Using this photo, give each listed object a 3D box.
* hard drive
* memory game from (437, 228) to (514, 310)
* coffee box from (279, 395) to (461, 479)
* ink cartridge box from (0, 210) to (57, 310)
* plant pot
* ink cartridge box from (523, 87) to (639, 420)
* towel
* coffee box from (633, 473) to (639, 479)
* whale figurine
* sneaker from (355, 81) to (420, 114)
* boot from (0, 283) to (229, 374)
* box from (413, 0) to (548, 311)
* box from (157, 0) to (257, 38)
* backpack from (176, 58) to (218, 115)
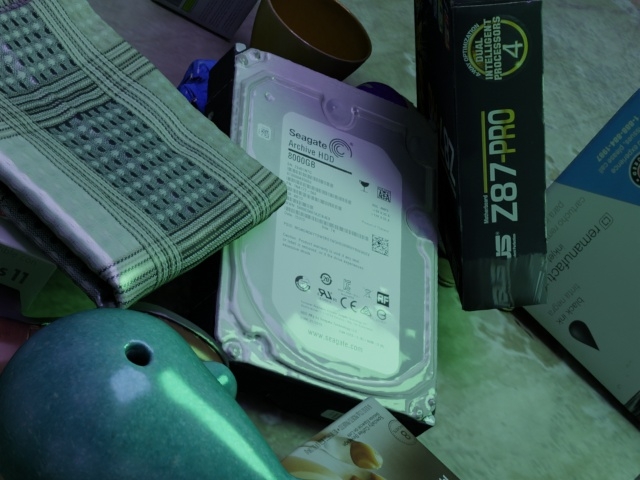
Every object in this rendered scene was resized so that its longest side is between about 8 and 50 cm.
[{"bbox_3d":[0.000,0.000,1.762,0.237,0.064,0.339,21,53,-25],"label":"hard drive"},{"bbox_3d":[0.157,0.007,2.070,0.186,0.012,0.186,27,32,-19],"label":"memory game"},{"bbox_3d":[0.009,0.238,1.517,0.141,0.098,0.246,44,31,12],"label":"coffee box"},{"bbox_3d":[-0.304,-0.079,1.603,0.207,0.119,0.353,25,32,-21],"label":"ink cartridge box"},{"bbox_3d":[-0.025,-0.207,2.088,0.134,0.095,0.134,27,32,-19],"label":"plant pot"},{"bbox_3d":[0.416,0.049,1.999,0.395,0.285,0.166,45,31,8],"label":"ink cartridge box"},{"bbox_3d":[-0.200,-0.104,1.573,0.324,0.056,0.312,42,30,7],"label":"towel"},{"bbox_3d":[0.335,0.329,1.712,0.168,0.119,0.297,36,31,-2],"label":"coffee box"},{"bbox_3d":[-0.100,0.146,1.337,0.272,0.141,0.216,26,40,4],"label":"whale figurine"},{"bbox_3d":[0.017,-0.108,1.964,0.146,0.102,0.293,42,27,-19],"label":"sneaker"},{"bbox_3d":[-0.179,0.159,1.436,0.264,0.096,0.280,20,35,-27],"label":"boot"},{"bbox_3d":[0.157,-0.157,1.933,0.097,0.318,0.395,-6,26,-1],"label":"box"},{"bbox_3d":[-0.114,-0.340,2.159,0.103,0.114,0.203,26,31,-19],"label":"box"},{"bbox_3d":[-0.103,-0.124,1.895,0.101,0.098,0.120,7,43,-36],"label":"backpack"}]
